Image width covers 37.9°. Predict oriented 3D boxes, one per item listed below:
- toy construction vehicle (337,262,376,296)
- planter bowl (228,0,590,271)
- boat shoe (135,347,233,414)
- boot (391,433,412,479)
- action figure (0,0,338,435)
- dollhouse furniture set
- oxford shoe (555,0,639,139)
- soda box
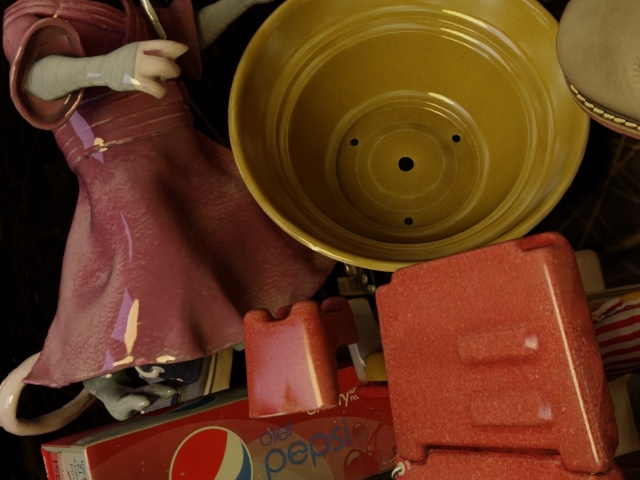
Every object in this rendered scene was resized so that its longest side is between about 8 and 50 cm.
[{"bbox_3d":[0.000,0.000,0.764,0.086,0.035,0.098,-6,94,52],"label":"toy construction vehicle"},{"bbox_3d":[0.055,-0.066,0.598,0.217,0.217,0.090,60,174,23],"label":"planter bowl"},{"bbox_3d":[-0.167,0.075,0.892,0.127,0.158,0.341,43,129,38],"label":"boat shoe"},{"bbox_3d":[0.061,0.235,0.636,0.244,0.088,0.176,-39,60,7],"label":"boot"},{"bbox_3d":[-0.140,-0.079,0.687,0.275,0.248,0.370,-23,92,30],"label":"action figure"},{"bbox_3d":[0.085,0.090,0.493,0.374,0.201,0.152,-19,79,61],"label":"dollhouse furniture set"},{"bbox_3d":[0.207,-0.096,0.303,0.348,0.130,0.123,2,78,51],"label":"oxford shoe"},{"bbox_3d":[-0.063,0.158,0.695,0.083,0.263,0.092,-15,86,52],"label":"soda box"}]
